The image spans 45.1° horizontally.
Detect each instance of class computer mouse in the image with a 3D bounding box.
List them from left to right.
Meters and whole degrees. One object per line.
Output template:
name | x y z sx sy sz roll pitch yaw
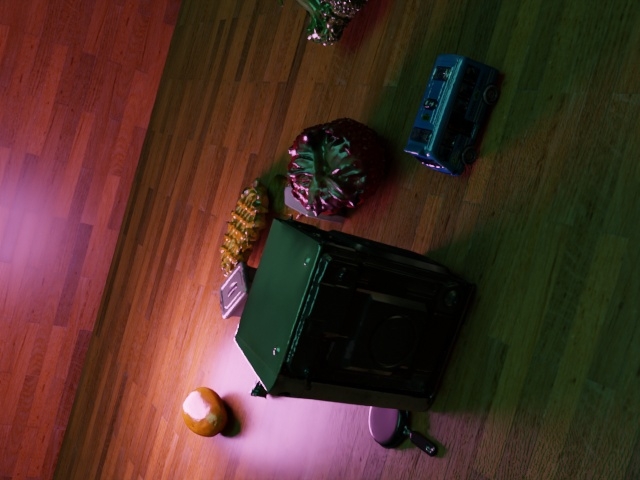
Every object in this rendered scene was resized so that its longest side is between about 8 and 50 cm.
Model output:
computer mouse | -0.019 -0.107 2.094 0.231 0.127 0.079 34 113 56

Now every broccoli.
broccoli | 0.008 -0.753 2.142 0.321 0.310 0.414 -8 92 45

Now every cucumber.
cucumber | -0.142 0.359 2.175 0.058 0.058 0.187 40 110 56

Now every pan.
pan | 0.173 0.405 1.677 0.235 0.028 0.136 25 100 58

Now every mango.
mango | -0.355 0.532 2.389 0.227 0.109 0.147 -2 74 57

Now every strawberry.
strawberry | 0.050 -0.195 1.962 0.261 0.257 0.261 6 101 31

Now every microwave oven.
microwave oven | 0.072 0.162 1.584 0.247 0.394 0.333 34 108 57

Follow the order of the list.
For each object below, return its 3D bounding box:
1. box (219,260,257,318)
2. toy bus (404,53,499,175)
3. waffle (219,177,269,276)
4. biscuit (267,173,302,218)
box | -0.231 0.158 2.357 0.172 0.092 0.124 -47 43 39
toy bus | 0.282 -0.273 1.674 0.113 0.134 0.246 29 102 58
waffle | -0.238 -0.041 2.439 0.329 0.062 0.329 -51 28 41
biscuit | -0.099 -0.134 2.325 0.247 0.029 0.119 24 105 58
